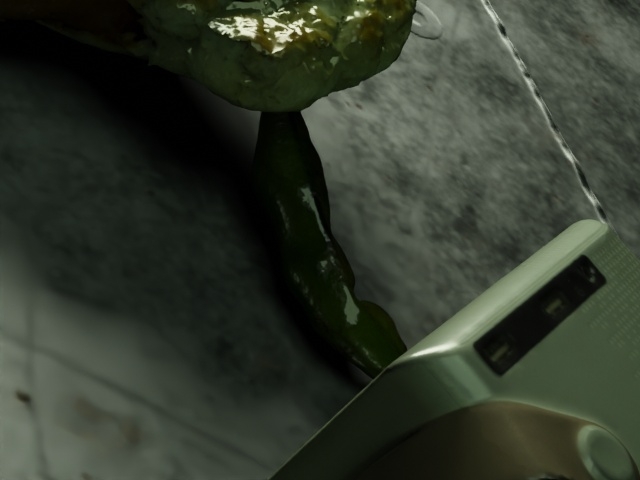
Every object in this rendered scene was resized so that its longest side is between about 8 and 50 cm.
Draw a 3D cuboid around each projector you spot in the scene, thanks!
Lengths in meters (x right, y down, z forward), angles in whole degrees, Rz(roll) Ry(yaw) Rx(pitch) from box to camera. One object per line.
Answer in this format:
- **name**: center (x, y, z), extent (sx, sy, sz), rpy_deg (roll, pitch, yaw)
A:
- **projector**: center (0.099, 0.120, 0.658), extent (0.177, 0.163, 0.242), rpy_deg (48, 35, 10)

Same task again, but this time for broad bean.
- **broad bean**: center (-0.003, 0.001, 0.792), extent (0.061, 0.046, 0.195), rpy_deg (10, 49, -61)

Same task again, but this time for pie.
- **pie**: center (-0.075, -0.173, 0.849), extent (0.275, 0.105, 0.257), rpy_deg (20, 32, -4)
